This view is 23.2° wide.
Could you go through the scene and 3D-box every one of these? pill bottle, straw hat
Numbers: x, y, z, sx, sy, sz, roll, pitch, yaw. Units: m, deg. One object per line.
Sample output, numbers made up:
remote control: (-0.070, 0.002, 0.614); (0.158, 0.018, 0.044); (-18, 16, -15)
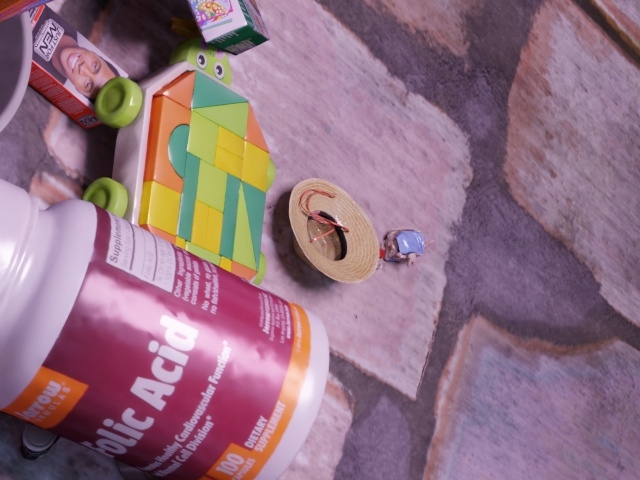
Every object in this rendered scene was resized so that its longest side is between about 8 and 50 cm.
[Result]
pill bottle: (-0.207, 0.096, 1.551); (0.392, 0.224, 0.224); (27, 63, -22)
straw hat: (0.000, 0.000, 1.922); (0.144, 0.061, 0.144); (23, 50, -30)

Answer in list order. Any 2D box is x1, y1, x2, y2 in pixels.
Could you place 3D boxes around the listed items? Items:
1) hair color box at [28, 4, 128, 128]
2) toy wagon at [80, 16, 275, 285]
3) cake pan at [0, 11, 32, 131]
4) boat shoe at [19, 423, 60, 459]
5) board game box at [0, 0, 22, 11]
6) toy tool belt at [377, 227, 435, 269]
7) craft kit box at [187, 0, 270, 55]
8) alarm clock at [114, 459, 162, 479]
hair color box: (-0.283, -0.193, 1.701); (0.141, 0.043, 0.072); (40, 55, -32)
toy wagon: (-0.146, -0.097, 1.761); (0.267, 0.068, 0.344); (27, 63, -51)
cake pan: (-0.403, -0.213, 1.473); (0.293, 0.054, 0.293); (19, 64, -45)
boat shoe: (-0.276, 0.178, 1.635); (0.046, 0.038, 0.125); (30, 49, -4)
board game box: (-0.216, -0.418, 1.362); (0.357, 0.356, 0.356); (-29, 102, -30)
toy tool belt: (0.107, 0.009, 2.029); (0.083, 0.051, 0.052); (-14, 91, -44)
craft kit box: (-0.137, -0.336, 1.748); (0.250, 0.061, 0.246); (-50, 115, -85)
alarm clock: (-0.177, 0.209, 1.711); (0.192, 0.064, 0.129); (35, 59, -30)
